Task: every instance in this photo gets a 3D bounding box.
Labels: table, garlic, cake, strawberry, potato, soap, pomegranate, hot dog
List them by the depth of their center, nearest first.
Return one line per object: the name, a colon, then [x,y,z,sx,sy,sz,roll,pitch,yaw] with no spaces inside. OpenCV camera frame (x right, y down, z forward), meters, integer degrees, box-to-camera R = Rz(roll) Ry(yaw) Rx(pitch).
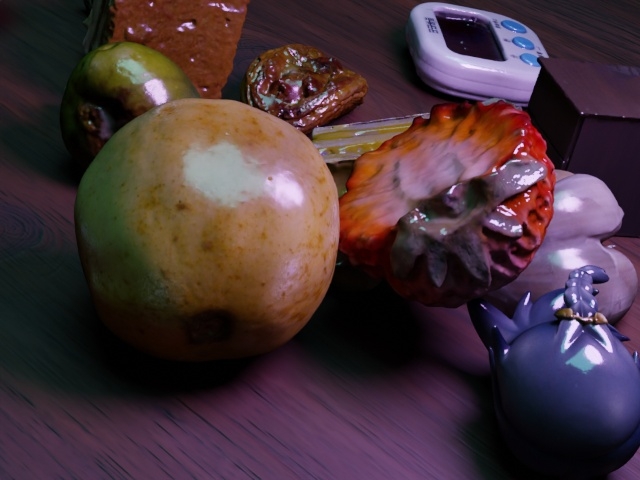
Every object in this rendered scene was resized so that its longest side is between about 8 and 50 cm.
pomegranate: [-0.122,-0.005,1.353,0.307,0.307,0.307,10,32,-6]
strawberry: [0.149,-0.042,1.469,0.265,0.149,0.336,-33,22,5]
potato: [0.000,0.000,1.560,0.188,0.085,0.105,19,54,15]
garlic: [0.290,0.013,1.624,0.292,0.210,0.237,-5,2,-19]
soap: [0.101,-0.111,1.692,0.233,0.076,0.135,-8,26,6]
table: [0.383,-0.132,1.800,0.172,0.193,0.169,3,34,-16]
cake: [-0.243,-0.345,1.872,0.199,0.196,0.293,7,22,-22]
hot dog: [-0.025,-0.222,1.884,0.160,0.099,0.227,24,36,17]

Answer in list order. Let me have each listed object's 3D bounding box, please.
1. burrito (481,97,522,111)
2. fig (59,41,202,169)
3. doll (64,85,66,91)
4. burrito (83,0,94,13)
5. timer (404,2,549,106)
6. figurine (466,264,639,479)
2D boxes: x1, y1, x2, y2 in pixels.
burrito: [0.216,-0.151,1.887,0.096,0.066,0.309,32,36,22]
fig: [-0.236,-0.163,1.636,0.181,0.181,0.191,36,18,31]
doll: [-0.277,-0.187,1.755,0.150,0.077,0.115,4,-2,-31]
burrito: [-0.265,-0.394,2.072,0.229,0.089,0.144,-13,44,-31]
timer: [0.266,-0.315,2.141,0.237,0.087,0.262,8,32,-10]
figurine: [0.264,0.140,1.369,0.175,0.197,0.265,-24,38,8]
